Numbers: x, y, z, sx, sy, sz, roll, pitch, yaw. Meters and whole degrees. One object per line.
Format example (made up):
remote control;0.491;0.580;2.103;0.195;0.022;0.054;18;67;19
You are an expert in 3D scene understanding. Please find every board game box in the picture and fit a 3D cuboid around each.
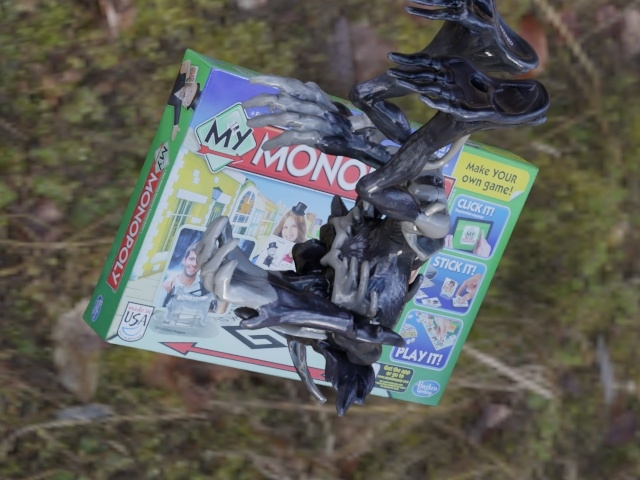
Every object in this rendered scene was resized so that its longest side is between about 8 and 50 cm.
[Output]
board game box;0.000;0.000;1.315;0.317;0.046;0.213;14;105;-36

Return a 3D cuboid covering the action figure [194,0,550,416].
action figure;0.010;-0.021;0.939;0.141;0.276;0.164;19;44;-14
